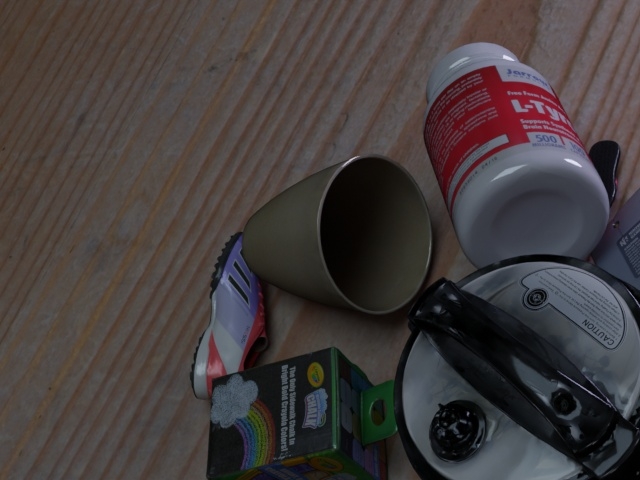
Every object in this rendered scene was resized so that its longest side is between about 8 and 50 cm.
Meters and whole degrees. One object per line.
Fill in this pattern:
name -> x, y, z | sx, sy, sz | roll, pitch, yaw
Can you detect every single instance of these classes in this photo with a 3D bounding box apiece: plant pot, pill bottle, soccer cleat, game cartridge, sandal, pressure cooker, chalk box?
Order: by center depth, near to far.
pressure cooker -> 0.300, 0.227, 1.650 | 0.370, 0.420, 0.375 | -10, 55, 27
game cartridge -> 0.526, -0.032, 1.853 | 0.294, 0.060, 0.196 | -46, 32, 22
chalk box -> -0.005, 0.292, 1.961 | 0.289, 0.179, 0.180 | -16, 53, 22
pill bottle -> 0.288, -0.139, 2.004 | 0.229, 0.229, 0.408 | -29, 36, 13
sandal -> 0.444, -0.086, 2.030 | 0.067, 0.040, 0.179 | 3, 48, 27
plant pot -> 0.000, 0.000, 2.128 | 0.274, 0.256, 0.256 | -7, 56, 48
soccer cleat -> -0.137, 0.132, 2.211 | 0.116, 0.109, 0.318 | 5, 59, 11
